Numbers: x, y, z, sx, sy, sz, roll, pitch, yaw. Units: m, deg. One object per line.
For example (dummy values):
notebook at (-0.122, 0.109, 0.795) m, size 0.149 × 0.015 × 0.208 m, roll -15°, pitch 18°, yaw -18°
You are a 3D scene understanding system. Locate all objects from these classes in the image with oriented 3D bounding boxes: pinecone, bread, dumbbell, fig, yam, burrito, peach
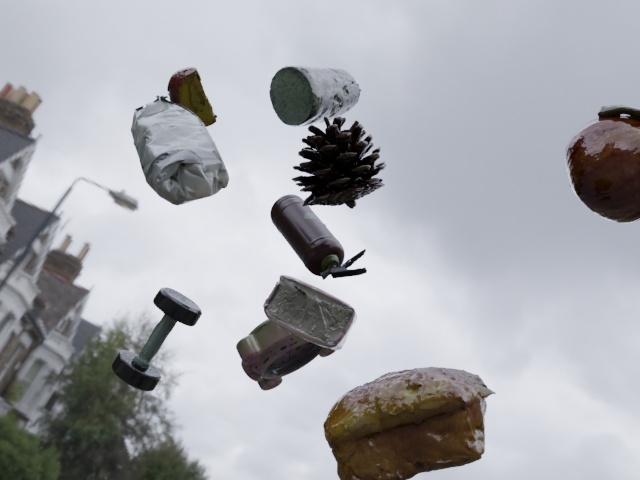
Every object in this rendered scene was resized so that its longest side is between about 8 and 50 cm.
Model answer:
pinecone at (0.035, -0.157, 1.536) m, size 0.208 × 0.207 × 0.207 m, roll 21°, pitch -27°, yaw 11°
bread at (0.121, 0.207, 0.923) m, size 0.185 × 0.109 × 0.380 m, roll -20°, pitch -10°, yaw 8°
dumbbell at (-0.324, 0.195, 1.488) m, size 0.100 × 0.191 × 0.100 m, roll 32°, pitch 0°, yaw 0°
fig at (0.515, -0.131, 1.278) m, size 0.205 × 0.205 × 0.205 m, roll 21°, pitch -27°, yaw 11°
yam at (-0.002, -0.326, 1.657) m, size 0.133 × 0.330 × 0.133 m, roll 7°, pitch -73°, yaw 23°
burrito at (-0.277, -0.184, 1.395) m, size 0.445 × 0.139 × 0.101 m, roll -128°, pitch -151°, yaw -57°
peach at (-0.315, -0.339, 1.793) m, size 0.172 × 0.092 × 0.127 m, roll 77°, pitch -13°, yaw -66°

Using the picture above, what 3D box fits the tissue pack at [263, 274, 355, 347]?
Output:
tissue pack at (-0.018, 0.177, 1.796) m, size 0.201 × 0.124 × 0.271 m, roll 23°, pitch -7°, yaw 8°

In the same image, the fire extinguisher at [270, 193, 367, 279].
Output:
fire extinguisher at (0.000, 0.000, 1.819) m, size 0.344 × 0.138 × 0.102 m, roll 49°, pitch -14°, yaw 49°

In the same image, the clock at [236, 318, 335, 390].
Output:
clock at (-0.101, 0.311, 2.207) m, size 0.114 × 0.284 × 0.309 m, roll 60°, pitch -1°, yaw 25°
